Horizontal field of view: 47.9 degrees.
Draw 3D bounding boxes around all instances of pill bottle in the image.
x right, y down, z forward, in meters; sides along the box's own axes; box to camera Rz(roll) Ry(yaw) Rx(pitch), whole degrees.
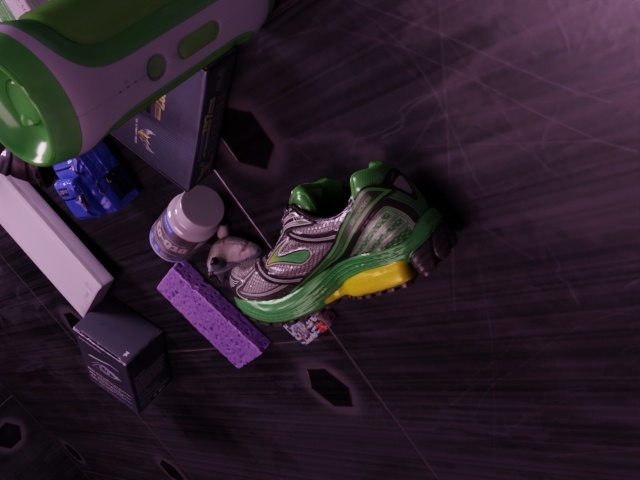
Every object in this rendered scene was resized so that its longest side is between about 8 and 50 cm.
[{"bbox_3d":[-0.195,-0.024,1.056,0.078,0.078,0.137,47,145,-4],"label":"pill bottle"}]

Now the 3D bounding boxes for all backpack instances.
[{"bbox_3d":[-0.359,-0.099,1.122,0.098,0.101,0.120,-7,120,40],"label":"backpack"}]

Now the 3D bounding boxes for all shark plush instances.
[{"bbox_3d":[-0.139,0.041,1.093,0.067,0.073,0.161,15,141,-12],"label":"shark plush"}]

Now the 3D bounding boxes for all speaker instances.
[{"bbox_3d":[-0.172,-0.191,0.669,0.131,0.296,0.131,26,141,23],"label":"speaker"}]

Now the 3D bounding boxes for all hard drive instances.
[{"bbox_3d":[-0.546,0.003,1.444,0.307,0.040,0.203,49,145,0],"label":"hard drive"}]

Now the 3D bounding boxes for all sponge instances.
[{"bbox_3d":[-0.189,0.130,1.250,0.210,0.031,0.117,44,145,-2],"label":"sponge"}]

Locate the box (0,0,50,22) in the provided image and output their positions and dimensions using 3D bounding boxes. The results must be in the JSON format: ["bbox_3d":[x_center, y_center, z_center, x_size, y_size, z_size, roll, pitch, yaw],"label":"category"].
[{"bbox_3d":[-0.341,-0.300,0.892,0.087,0.102,0.101,1,126,42],"label":"box"}]

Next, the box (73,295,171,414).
[{"bbox_3d":[-0.413,0.244,1.521,0.153,0.108,0.207,30,142,19],"label":"box"}]

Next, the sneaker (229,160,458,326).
[{"bbox_3d":[0.000,0.000,0.870,0.344,0.134,0.146,-25,101,44],"label":"sneaker"}]

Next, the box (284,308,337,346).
[{"bbox_3d":[-0.048,0.091,1.075,0.137,0.027,0.094,43,144,1],"label":"box"}]

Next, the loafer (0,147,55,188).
[{"bbox_3d":[-0.451,-0.157,1.168,0.095,0.109,0.303,34,155,-20],"label":"loafer"}]

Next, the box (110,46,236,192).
[{"bbox_3d":[-0.207,-0.193,0.909,0.183,0.059,0.232,37,145,8],"label":"box"}]
